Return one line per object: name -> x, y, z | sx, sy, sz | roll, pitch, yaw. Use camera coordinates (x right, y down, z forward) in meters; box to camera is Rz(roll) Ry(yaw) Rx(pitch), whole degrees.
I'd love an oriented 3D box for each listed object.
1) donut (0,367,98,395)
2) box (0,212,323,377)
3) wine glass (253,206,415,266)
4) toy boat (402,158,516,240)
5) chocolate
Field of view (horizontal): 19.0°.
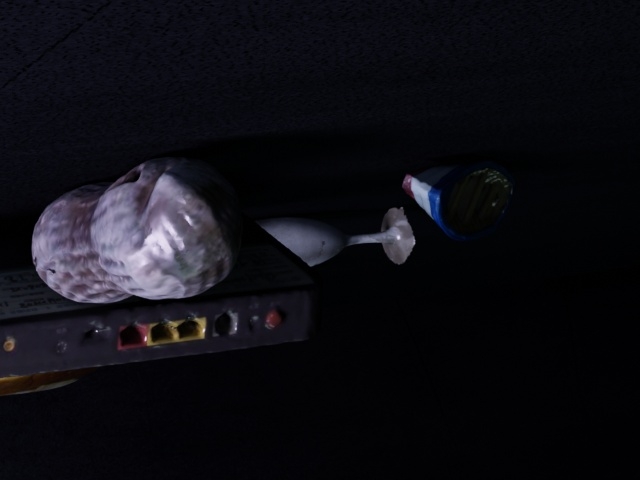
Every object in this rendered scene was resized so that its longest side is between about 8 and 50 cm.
donut -> -0.391, 0.111, 2.156 | 0.330, 0.159, 0.330 | -18, -178, 1
box -> -0.188, 0.041, 1.627 | 0.350, 0.058, 0.211 | -5, -156, -27
wine glass -> 0.000, 0.000, 2.008 | 0.198, 0.066, 0.066 | -4, 173, -32
toy boat -> 0.126, -0.041, 1.742 | 0.046, 0.080, 0.229 | 27, -171, 21
chocolate -> -0.138, -0.003, 1.454 | 0.110, 0.110, 0.248 | -6, 180, -30
